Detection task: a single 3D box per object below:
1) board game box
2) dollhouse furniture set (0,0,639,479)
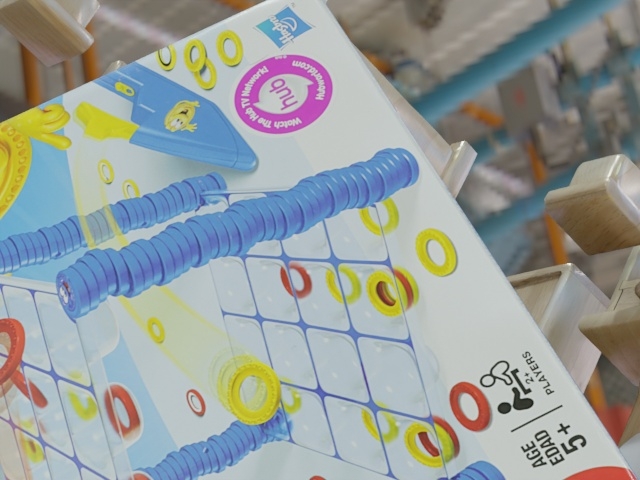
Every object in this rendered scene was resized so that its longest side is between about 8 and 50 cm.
[{"bbox_3d":[-0.069,0.088,0.699,0.302,0.308,0.086,-26,-35,-8],"label":"board game box"},{"bbox_3d":[0.000,0.000,1.021,0.355,0.174,0.303,43,-33,-24],"label":"dollhouse furniture set"}]
